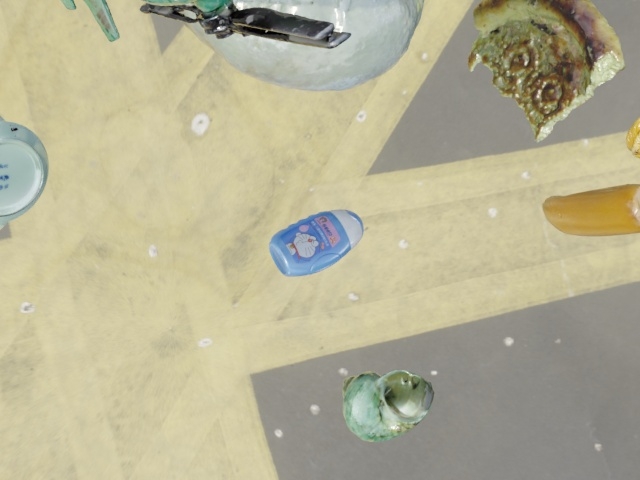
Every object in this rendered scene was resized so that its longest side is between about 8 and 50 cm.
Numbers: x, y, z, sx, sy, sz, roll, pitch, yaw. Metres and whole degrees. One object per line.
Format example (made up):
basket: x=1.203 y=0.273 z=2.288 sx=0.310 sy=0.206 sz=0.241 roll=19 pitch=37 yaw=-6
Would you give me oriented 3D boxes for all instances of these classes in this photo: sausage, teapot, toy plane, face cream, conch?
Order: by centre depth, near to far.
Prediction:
toy plane: x=-0.121 y=-0.217 z=0.511 sx=0.106 sy=0.381 sz=0.155 roll=-45 pitch=128 yaw=-25
teapot: x=-0.507 y=-0.111 z=1.033 sx=0.159 sy=0.159 sz=0.232 roll=5 pitch=113 yaw=-12
conch: x=0.133 y=0.349 z=1.488 sx=0.188 sy=0.122 sz=0.176 roll=25 pitch=89 yaw=5
sausage: x=0.702 y=-0.069 z=1.781 sx=0.134 sy=0.354 sz=0.116 roll=31 pitch=75 yaw=-19
face cream: x=0.000 y=0.000 z=1.832 sx=0.264 sy=0.083 sz=0.149 roll=-26 pitch=77 yaw=-23

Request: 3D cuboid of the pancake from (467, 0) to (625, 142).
pancake: x=0.462 y=-0.427 z=1.520 sx=0.067 sy=0.305 sz=0.427 roll=-4 pitch=48 yaw=-33

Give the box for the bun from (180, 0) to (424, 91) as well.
bun: x=-0.030 y=-0.360 z=0.931 sx=0.362 sy=0.211 sz=0.362 roll=3 pitch=46 yaw=-3

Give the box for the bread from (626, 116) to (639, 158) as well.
bread: x=0.473 y=-0.153 z=0.978 sx=0.044 sy=0.110 sz=0.083 roll=40 pitch=109 yaw=30
